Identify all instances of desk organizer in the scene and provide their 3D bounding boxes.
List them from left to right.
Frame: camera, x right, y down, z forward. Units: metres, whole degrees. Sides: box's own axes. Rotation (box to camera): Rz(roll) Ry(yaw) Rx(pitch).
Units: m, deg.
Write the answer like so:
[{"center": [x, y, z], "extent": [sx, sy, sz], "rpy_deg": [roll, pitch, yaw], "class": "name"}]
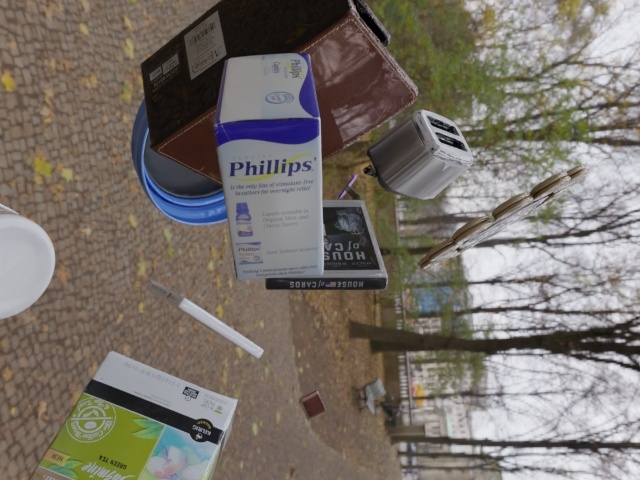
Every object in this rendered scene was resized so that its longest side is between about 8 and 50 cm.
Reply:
[{"center": [-0.020, 0.392, 1.339], "extent": [0.050, 0.047, 0.130], "rpy_deg": [63, -12, 17], "class": "desk organizer"}]

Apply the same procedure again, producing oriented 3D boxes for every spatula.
[{"center": [0.084, -0.121, 1.473], "extent": [0.084, 0.030, 0.296], "rpy_deg": [-54, -167, 11], "class": "spatula"}]

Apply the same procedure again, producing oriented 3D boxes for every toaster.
[{"center": [0.201, -0.173, 1.144], "extent": [0.226, 0.146, 0.129], "rpy_deg": [7, 54, -45], "class": "toaster"}]

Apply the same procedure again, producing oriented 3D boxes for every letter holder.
[{"center": [-0.051, -0.211, 0.758], "extent": [0.214, 0.301, 0.152], "rpy_deg": [27, 42, -54], "class": "letter holder"}]

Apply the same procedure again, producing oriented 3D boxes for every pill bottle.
[{"center": [-0.536, 0.006, 0.841], "extent": [0.153, 0.264, 0.153], "rpy_deg": [-32, 131, -46], "class": "pill bottle"}]

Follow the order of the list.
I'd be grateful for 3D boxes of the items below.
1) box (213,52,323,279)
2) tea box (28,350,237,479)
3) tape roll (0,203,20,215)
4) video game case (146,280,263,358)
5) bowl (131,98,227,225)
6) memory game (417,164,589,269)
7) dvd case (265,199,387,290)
[{"center": [-0.037, -0.060, 0.448], "extent": [0.126, 0.072, 0.137], "rpy_deg": [-98, -175, -53], "class": "box"}, {"center": [-0.405, 0.485, 1.282], "extent": [0.220, 0.328, 0.324], "rpy_deg": [109, 1, -51], "class": "tea box"}, {"center": [-0.877, -0.034, 1.469], "extent": [0.100, 0.286, 0.286], "rpy_deg": [-58, 169, -1], "class": "tape roll"}, {"center": [-0.177, 0.119, 0.856], "extent": [0.157, 0.143, 0.019], "rpy_deg": [41, 73, -31], "class": "video game case"}, {"center": [-0.210, -0.215, 1.177], "extent": [0.077, 0.391, 0.391], "rpy_deg": [39, -21, 32], "class": "bowl"}, {"center": [0.177, -0.021, 0.555], "extent": [0.012, 0.186, 0.186], "rpy_deg": [61, 4, 12], "class": "memory game"}, {"center": [0.000, 0.000, 0.913], "extent": [0.239, 0.179, 0.030], "rpy_deg": [-99, -169, -58], "class": "dvd case"}]
